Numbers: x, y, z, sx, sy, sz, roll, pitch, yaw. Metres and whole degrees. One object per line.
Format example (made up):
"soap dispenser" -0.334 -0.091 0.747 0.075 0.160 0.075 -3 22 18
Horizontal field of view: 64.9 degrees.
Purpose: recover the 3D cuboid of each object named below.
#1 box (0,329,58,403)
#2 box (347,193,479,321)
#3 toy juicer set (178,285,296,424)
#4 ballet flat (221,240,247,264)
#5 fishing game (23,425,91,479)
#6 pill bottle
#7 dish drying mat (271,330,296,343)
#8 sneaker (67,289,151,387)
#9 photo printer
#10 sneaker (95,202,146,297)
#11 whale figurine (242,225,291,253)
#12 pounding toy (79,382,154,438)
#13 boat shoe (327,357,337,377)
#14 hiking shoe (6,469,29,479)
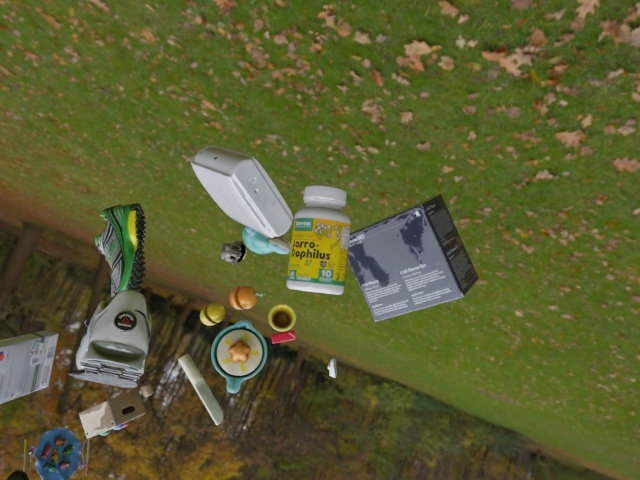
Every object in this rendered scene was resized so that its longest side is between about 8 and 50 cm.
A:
"box" -0.720 0.301 1.200 0.038 0.145 0.186 13 -176 13
"box" 0.288 0.060 1.671 0.343 0.312 0.179 -23 -177 37
"toy juicer set" -0.229 0.253 1.235 0.209 0.329 0.089 36 163 4
"ballet flat" -0.271 0.040 1.653 0.058 0.084 0.250 6 176 2
"fishing game" -0.909 0.746 1.761 0.041 0.189 0.264 -21 150 21
"pill bottle" 0.000 0.000 1.017 0.118 0.208 0.117 7 175 1
"dish drying mat" -0.129 0.336 1.756 0.083 0.032 0.008 -9 178 -12
"sneaker" -0.360 0.177 0.897 0.123 0.146 0.331 19 150 -25
"photo printer" -0.239 -0.149 1.464 0.308 0.107 0.256 23 152 50
"sneaker" -0.664 0.048 1.671 0.147 0.343 0.134 -3 165 -4
"whale figurine" -0.219 0.003 2.027 0.216 0.141 0.272 27 -173 -33
"pounding toy" -0.589 0.517 1.552 0.206 0.094 0.181 -26 170 20
"boat shoe" 0.044 0.503 2.000 0.035 0.035 0.100 6 127 19
"hiking shoe" -0.912 0.743 1.465 0.086 0.114 0.227 0 -159 -12
